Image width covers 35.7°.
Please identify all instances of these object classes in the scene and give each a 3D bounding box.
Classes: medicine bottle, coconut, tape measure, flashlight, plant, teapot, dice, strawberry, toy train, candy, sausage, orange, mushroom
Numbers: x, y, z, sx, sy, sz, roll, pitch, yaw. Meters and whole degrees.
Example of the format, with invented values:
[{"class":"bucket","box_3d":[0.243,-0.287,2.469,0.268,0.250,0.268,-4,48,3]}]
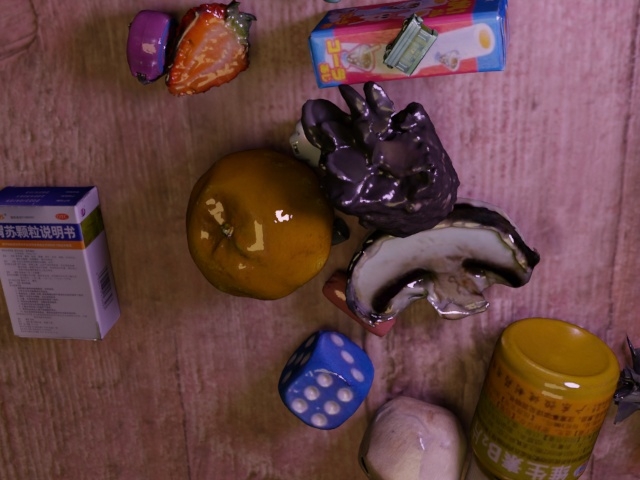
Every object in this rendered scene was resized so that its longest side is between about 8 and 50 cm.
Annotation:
[{"class":"medicine bottle","box_3d":[0.394,0.353,1.843,0.225,0.224,0.384,14,119,7]},{"class":"coconut","box_3d":[0.179,0.424,1.947,0.224,0.224,0.224,6,117,11]},{"class":"tape measure","box_3d":[-0.294,-0.338,1.731,0.074,0.118,0.125,12,114,6]},{"class":"flashlight","box_3d":[0.043,-0.192,1.760,0.201,0.047,0.093,-14,112,17]},{"class":"plant","box_3d":[0.104,-0.131,1.612,0.189,0.198,0.276,-22,145,25]},{"class":"teapot","box_3d":[0.000,0.000,1.870,0.111,0.043,0.042,-26,107,28]},{"class":"dice","box_3d":[0.012,0.273,1.944,0.146,0.146,0.143,37,116,-10]},{"class":"strawberry","box_3d":[-0.191,-0.339,1.721,0.141,0.085,0.192,7,124,-13]},{"class":"toy train","box_3d":[0.136,-0.297,1.512,0.056,0.038,0.093,31,119,-10]},{"class":"candy","box_3d":[0.148,-0.326,1.604,0.306,0.157,0.100,-4,115,15]},{"class":"sausage","box_3d":[0.074,0.121,1.897,0.154,0.062,0.062,37,118,-6]},{"class":"orange","box_3d":[-0.112,-0.027,1.769,0.279,0.235,0.278,4,102,17]},{"class":"mushroom","box_3d":[0.211,0.037,1.793,0.344,0.130,0.247,-26,117,25]}]

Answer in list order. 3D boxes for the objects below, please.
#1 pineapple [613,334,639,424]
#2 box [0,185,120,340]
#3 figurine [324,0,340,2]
[{"class":"pineapple","box_3d":[0.675,0.328,1.818,0.365,0.165,0.165,30,119,8]},{"class":"box","box_3d":[-0.532,0.046,1.984,0.200,0.106,0.299,1,114,13]},{"class":"figurine","box_3d":[-0.063,-0.524,1.584,0.325,0.124,0.222,36,122,-2]}]
